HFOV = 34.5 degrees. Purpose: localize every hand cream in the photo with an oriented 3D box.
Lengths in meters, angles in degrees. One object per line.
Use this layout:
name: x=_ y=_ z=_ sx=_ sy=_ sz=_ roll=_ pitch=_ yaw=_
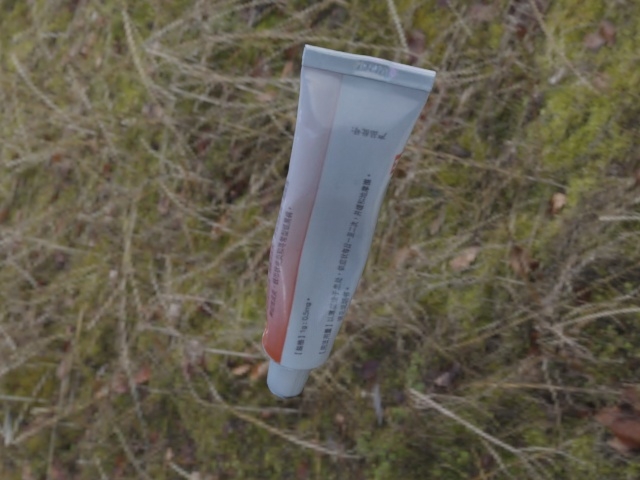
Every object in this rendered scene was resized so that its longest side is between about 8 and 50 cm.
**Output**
hand cream: x=-0.001 y=0.001 z=0.519 sx=0.038 sy=0.052 sz=0.216 roll=55 pitch=143 yaw=40
